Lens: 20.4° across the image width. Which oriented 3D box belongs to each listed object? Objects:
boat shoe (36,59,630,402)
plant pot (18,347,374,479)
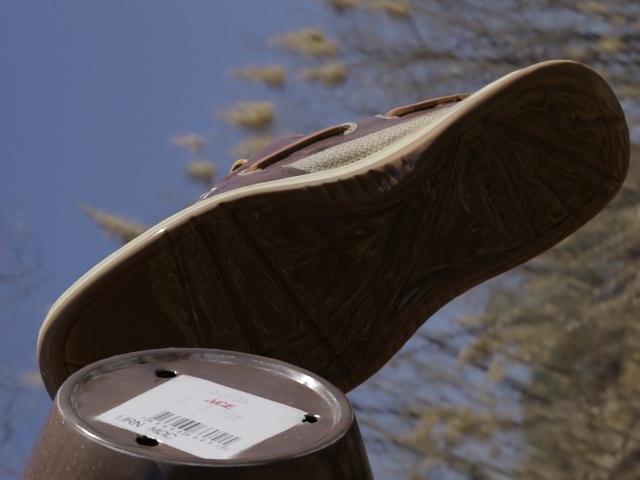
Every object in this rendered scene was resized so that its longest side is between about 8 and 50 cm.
[{"bbox_3d":[0.000,0.000,0.961,0.342,0.123,0.123,-30,16,-16],"label":"boat shoe"},{"bbox_3d":[-0.050,0.166,0.667,0.215,0.215,0.230,-37,-45,-64],"label":"plant pot"}]
